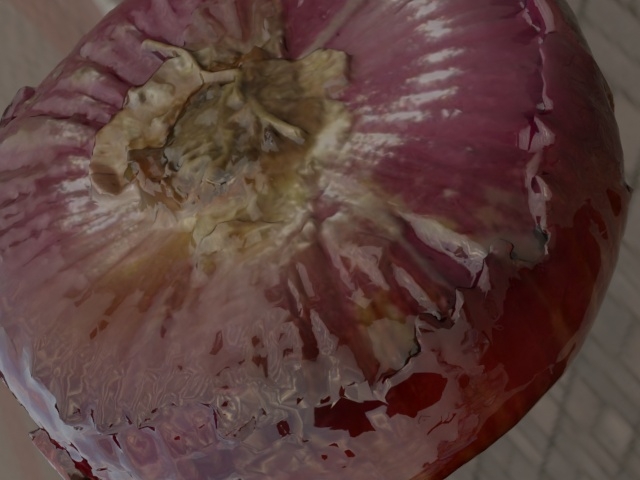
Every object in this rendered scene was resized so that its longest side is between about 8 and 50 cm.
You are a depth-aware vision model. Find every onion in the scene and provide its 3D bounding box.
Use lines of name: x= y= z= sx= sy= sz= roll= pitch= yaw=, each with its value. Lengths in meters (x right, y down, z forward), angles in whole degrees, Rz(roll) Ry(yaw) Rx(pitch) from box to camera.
onion: x=0.000 y=0.000 z=0.535 sx=0.230 sy=0.230 sz=0.163 roll=35 pitch=171 yaw=39
